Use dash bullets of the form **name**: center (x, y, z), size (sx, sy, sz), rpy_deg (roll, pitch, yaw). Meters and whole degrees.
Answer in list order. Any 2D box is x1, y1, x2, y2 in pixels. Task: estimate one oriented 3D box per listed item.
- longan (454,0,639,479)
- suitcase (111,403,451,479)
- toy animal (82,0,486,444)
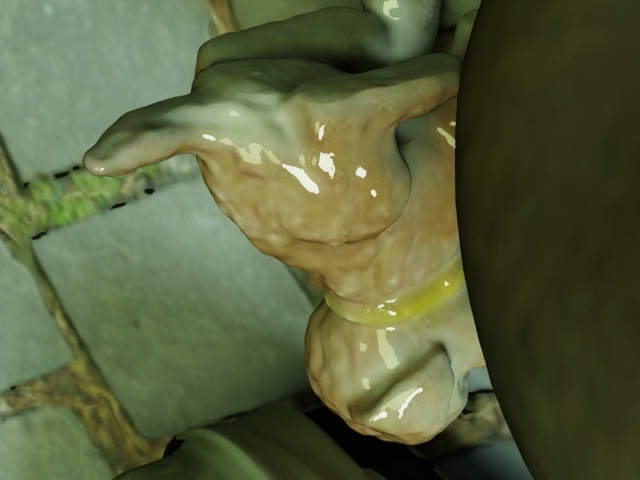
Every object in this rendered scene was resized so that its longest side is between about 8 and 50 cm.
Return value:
- **longan**: center (0.158, 0.003, 0.414), size (0.300, 0.300, 0.243), rpy_deg (43, 87, 4)
- **suitcase**: center (-0.010, 0.244, 0.695), size (0.339, 0.194, 0.352), rpy_deg (42, 131, 38)
- **toy animal**: center (-0.002, 0.010, 0.589), size (0.104, 0.183, 0.185), rpy_deg (37, 139, 41)
